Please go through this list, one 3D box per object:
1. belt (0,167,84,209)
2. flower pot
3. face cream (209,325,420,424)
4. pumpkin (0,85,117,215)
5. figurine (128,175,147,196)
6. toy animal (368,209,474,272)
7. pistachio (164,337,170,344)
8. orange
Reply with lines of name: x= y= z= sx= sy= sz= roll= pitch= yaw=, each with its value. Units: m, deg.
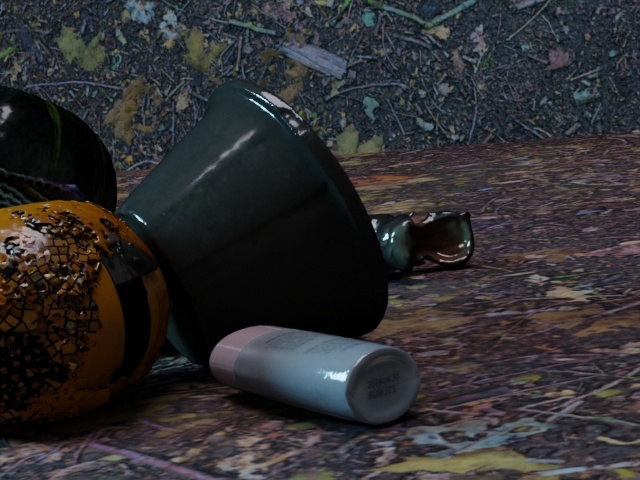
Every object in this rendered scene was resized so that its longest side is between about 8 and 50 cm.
belt: x=-0.395 y=0.021 z=1.479 sx=0.160 sy=0.207 sz=0.295 roll=-4 pitch=-8 yaw=44
flower pot: x=-0.079 y=0.008 z=1.293 sx=0.166 sy=0.269 sz=0.269 roll=-34 pitch=19 yaw=-23
face cream: x=-0.007 y=0.101 z=1.106 sx=0.084 sy=0.057 sz=0.198 roll=-10 pitch=7 yaw=-31
pumpkin: x=-0.410 y=-0.064 z=1.778 sx=0.323 sy=0.241 sz=0.323 roll=6 pitch=-20 yaw=2
figurine: x=-0.094 y=-0.078 z=2.063 sx=0.387 sy=0.166 sz=0.207 roll=-16 pitch=-13 yaw=-42
toy animal: x=-0.001 y=0.001 z=1.672 sx=0.343 sy=0.106 sz=0.168 roll=3 pitch=3 yaw=19
pistachio: x=-0.232 y=0.057 z=1.403 sx=0.226 sy=0.136 sz=0.136 roll=1 pitch=8 yaw=2
orange: x=-0.240 y=0.060 z=1.182 sx=0.234 sy=0.182 sz=0.234 roll=-16 pitch=13 yaw=4
